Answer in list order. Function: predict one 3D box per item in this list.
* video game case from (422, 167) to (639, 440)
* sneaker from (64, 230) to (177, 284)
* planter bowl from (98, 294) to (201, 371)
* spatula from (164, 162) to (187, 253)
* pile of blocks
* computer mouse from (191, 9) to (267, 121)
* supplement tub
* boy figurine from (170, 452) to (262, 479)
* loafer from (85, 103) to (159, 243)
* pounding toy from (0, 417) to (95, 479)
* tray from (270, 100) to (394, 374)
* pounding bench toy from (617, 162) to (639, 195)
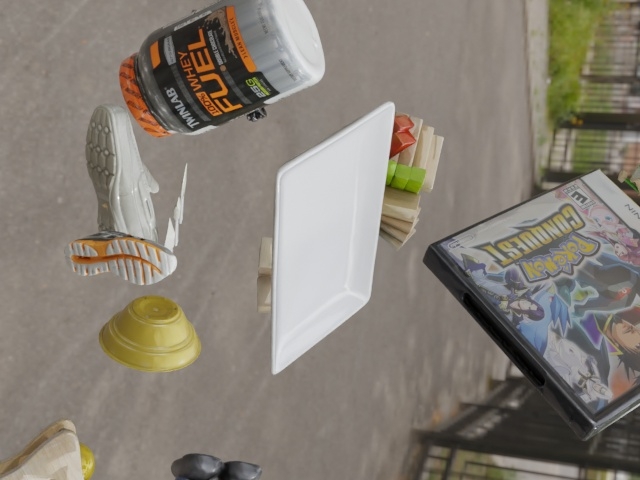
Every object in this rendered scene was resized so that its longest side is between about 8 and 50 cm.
[{"bbox_3d":[0.288,0.052,1.015,0.275,0.248,0.035,-23,149,-31],"label":"video game case"},{"bbox_3d":[-0.338,0.019,1.655,0.083,0.215,0.084,-42,134,-56],"label":"sneaker"},{"bbox_3d":[-0.353,0.178,2.020,0.217,0.217,0.090,-48,156,-60],"label":"planter bowl"},{"bbox_3d":[-0.294,-0.031,1.929,0.242,0.019,0.168,114,-16,-65],"label":"spatula"},{"bbox_3d":[0.049,-0.037,1.287,0.362,0.149,0.112,-50,173,-15],"label":"pile of blocks"},{"bbox_3d":[-0.205,-0.355,2.011,0.262,0.060,0.184,51,14,-27],"label":"computer mouse"},{"bbox_3d":[-0.180,-0.320,1.728,0.207,0.338,0.207,51,27,-39],"label":"supplement tub"},{"bbox_3d":[-0.142,0.378,1.023,0.092,0.177,0.285,132,-28,-55],"label":"boy figurine"},{"bbox_3d":[-0.360,-0.106,1.774,0.111,0.112,0.319,-26,129,-38],"label":"loafer"},{"bbox_3d":[-0.210,0.306,0.876,0.155,0.154,0.269,178,-104,-72],"label":"pounding toy"},{"bbox_3d":[0.000,0.000,0.888,0.145,0.030,0.270,-34,147,-31],"label":"tray"},{"bbox_3d":[0.564,-0.095,1.652,0.052,0.083,0.065,-50,122,-36],"label":"pounding bench toy"}]
